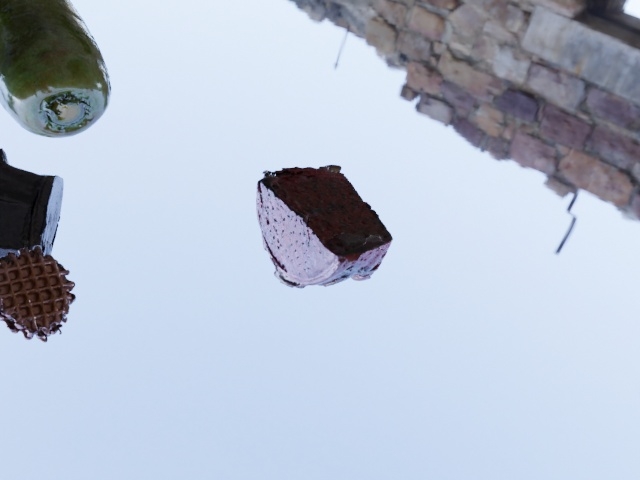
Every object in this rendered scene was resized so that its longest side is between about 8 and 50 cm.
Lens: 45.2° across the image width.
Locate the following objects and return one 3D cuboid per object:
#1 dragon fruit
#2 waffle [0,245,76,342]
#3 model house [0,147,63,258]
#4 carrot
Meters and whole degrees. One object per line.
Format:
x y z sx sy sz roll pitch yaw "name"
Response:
0.000 0.000 0.743 0.102 0.096 0.147 -11 -137 -26 "dragon fruit"
-0.251 0.047 0.670 0.083 0.029 0.075 45 -135 -25 "waffle"
-0.470 -0.032 1.117 0.164 0.141 0.203 9 -125 -13 "model house"
-0.245 -0.206 0.560 0.074 0.074 0.358 -12 -127 -36 "carrot"
